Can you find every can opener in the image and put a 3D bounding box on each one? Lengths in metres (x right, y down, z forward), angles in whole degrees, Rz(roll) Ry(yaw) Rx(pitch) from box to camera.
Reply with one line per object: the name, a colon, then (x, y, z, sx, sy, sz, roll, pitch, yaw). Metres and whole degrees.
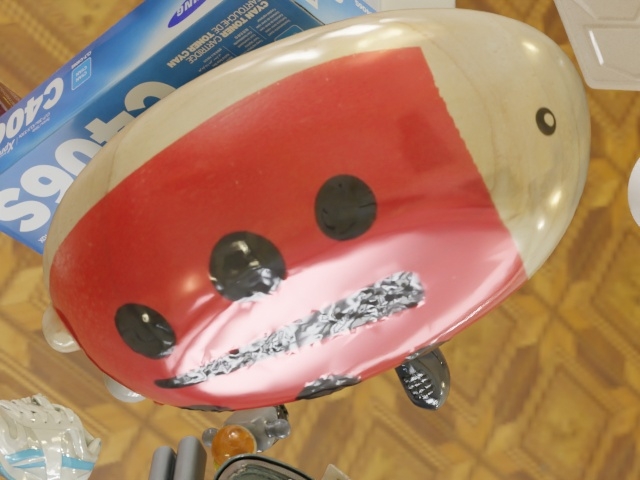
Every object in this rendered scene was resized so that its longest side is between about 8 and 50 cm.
can opener: (-0.172, 0.344, 1.886, 0.280, 0.074, 0.093, -92, 158, -57)

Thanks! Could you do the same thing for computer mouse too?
computer mouse: (0.084, 0.077, 1.625, 0.242, 0.041, 0.071, 63, 33, -30)

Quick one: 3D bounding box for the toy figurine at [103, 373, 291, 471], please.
toy figurine: (-0.100, 0.120, 1.692, 0.209, 0.213, 0.148, 39, 21, 7)

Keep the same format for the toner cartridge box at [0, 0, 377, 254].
toner cartridge box: (-0.120, -0.100, 1.295, 0.165, 0.348, 0.075, 32, 37, -36)

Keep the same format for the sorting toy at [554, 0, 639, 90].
sorting toy: (0.304, -0.197, 1.404, 0.208, 0.193, 0.038, 52, 52, -48)

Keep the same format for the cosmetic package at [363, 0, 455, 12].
cosmetic package: (0.025, -0.174, 1.789, 0.138, 0.224, 0.224, 15, 72, -45)

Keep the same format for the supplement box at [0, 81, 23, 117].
supplement box: (-0.295, -0.082, 1.655, 0.073, 0.130, 0.239, -44, 151, 2)

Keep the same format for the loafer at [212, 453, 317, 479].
loafer: (0.002, 0.317, 1.624, 0.096, 0.084, 0.267, -46, 109, -1)

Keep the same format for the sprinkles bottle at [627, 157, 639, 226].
sprinkles bottle: (0.441, -0.029, 1.615, 0.121, 0.355, 0.121, -3, 100, -15)

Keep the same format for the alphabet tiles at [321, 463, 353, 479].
alphabet tiles: (0.019, 0.442, 1.896, 0.011, 0.342, 0.285, 17, 100, -40)

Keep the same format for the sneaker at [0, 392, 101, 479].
sneaker: (-0.299, 0.191, 1.590, 0.092, 0.087, 0.228, -57, 150, -13)

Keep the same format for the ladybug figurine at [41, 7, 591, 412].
ladybug figurine: (0.000, 0.000, 1.190, 0.449, 0.162, 0.305, -26, 136, 9)
